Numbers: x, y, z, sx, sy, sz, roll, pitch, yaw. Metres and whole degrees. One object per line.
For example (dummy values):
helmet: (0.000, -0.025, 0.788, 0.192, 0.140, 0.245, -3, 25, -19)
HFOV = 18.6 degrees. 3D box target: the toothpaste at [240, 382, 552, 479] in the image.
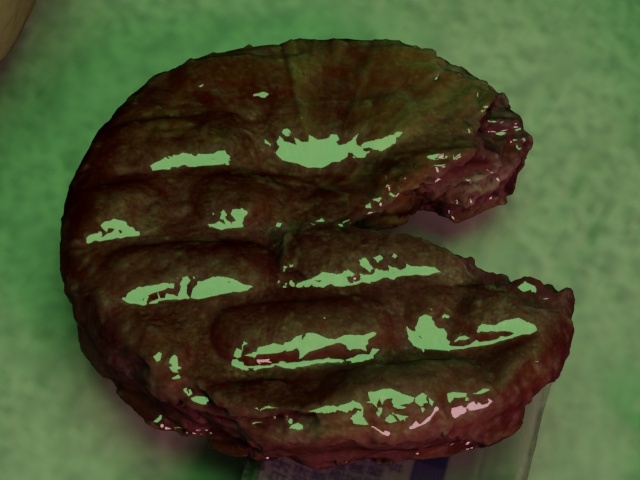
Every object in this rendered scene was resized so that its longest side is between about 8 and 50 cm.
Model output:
toothpaste: (0.013, 0.120, 0.739, 0.099, 0.068, 0.282, 38, 47, -20)

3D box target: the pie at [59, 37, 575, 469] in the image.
pie: (0.000, 0.000, 0.782, 0.204, 0.054, 0.218, 6, 47, 3)

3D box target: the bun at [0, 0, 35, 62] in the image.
bun: (-0.211, -0.162, 0.803, 0.229, 0.145, 0.229, 9, 46, -10)
